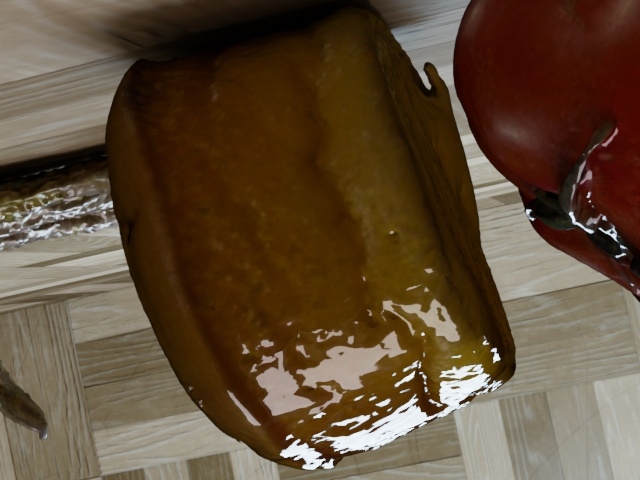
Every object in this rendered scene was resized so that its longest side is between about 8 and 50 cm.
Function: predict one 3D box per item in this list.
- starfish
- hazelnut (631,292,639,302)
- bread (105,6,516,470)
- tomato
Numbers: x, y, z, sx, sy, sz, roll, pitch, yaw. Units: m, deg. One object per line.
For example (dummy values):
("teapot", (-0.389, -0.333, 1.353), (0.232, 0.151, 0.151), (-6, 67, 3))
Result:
("starfish", (-0.230, 0.029, 0.959), (0.384, 0.132, 0.398), (-21, 163, -2))
("hazelnut", (0.301, -0.030, 1.099), (0.229, 0.229, 0.229), (-12, 177, -1))
("bread", (0.000, 0.000, 0.658), (0.143, 0.195, 0.270), (-19, 172, 9))
("tomato", (0.131, -0.059, 0.534), (0.187, 0.151, 0.187), (30, 180, 0))
